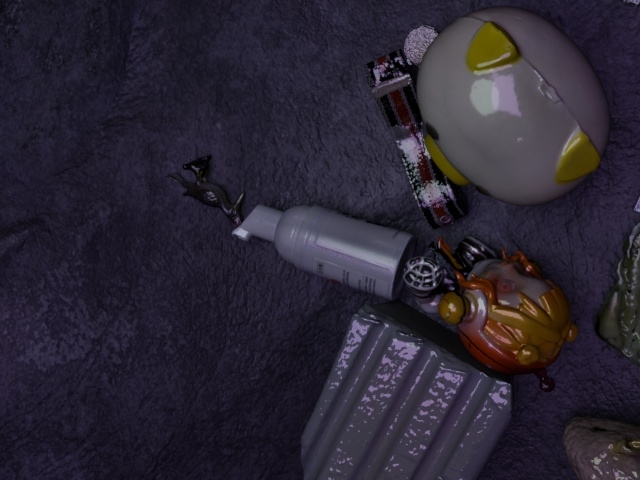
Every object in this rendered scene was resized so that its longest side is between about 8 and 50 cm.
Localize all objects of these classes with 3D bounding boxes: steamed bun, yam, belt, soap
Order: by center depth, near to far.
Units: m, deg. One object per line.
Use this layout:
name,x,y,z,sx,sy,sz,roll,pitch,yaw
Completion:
steamed bun,0.346,-0.241,1.669,0.334,0.334,0.374,-42,97,17
yam,0.207,-0.379,1.815,0.084,0.127,0.084,2,98,14
belt,0.191,-0.198,1.844,0.094,0.126,0.359,-22,93,9
soap,0.163,0.380,1.845,0.350,0.213,0.435,27,102,11

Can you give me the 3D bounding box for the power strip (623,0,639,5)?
power strip,0.604,-0.507,1.728,0.051,0.019,0.136,27,102,16

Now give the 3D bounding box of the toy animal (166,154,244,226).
toy animal,-0.243,-0.106,2.027,0.202,0.070,0.105,43,116,5

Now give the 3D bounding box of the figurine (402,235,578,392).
figurine,0.329,0.128,1.727,0.323,0.320,0.196,35,124,31

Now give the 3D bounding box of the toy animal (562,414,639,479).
toy animal,0.612,0.448,1.694,0.358,0.226,0.188,18,100,16

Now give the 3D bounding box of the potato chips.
potato chips,0.723,0.111,1.695,0.373,0.097,0.389,32,106,25

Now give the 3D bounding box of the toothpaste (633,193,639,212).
toothpaste,0.620,-0.093,1.756,0.017,0.020,0.083,23,101,11

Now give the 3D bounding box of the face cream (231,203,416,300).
face cream,0.000,0.000,1.901,0.370,0.145,0.145,19,100,15
